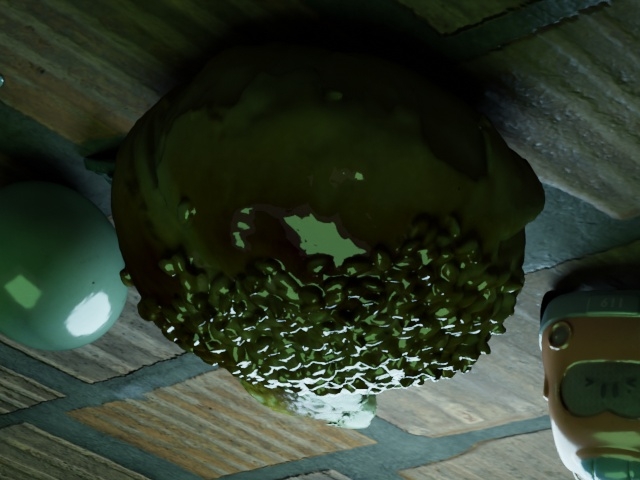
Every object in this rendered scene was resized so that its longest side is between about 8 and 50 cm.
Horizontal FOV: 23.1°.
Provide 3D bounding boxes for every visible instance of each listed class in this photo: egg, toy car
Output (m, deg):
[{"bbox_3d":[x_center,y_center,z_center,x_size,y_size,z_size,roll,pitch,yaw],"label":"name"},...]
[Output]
[{"bbox_3d":[-0.292,0.030,1.674,0.168,0.168,0.231,2,152,17],"label":"egg"},{"bbox_3d":[0.331,0.177,1.666,0.181,0.212,0.270,-1,150,23],"label":"toy car"}]

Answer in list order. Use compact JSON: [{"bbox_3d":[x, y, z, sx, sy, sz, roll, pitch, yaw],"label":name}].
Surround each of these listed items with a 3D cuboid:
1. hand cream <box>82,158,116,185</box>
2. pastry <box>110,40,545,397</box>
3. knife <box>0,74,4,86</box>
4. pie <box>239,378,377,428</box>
[{"bbox_3d":[-0.136,-0.019,1.649,0.248,0.052,0.075,30,146,-31],"label":"hand cream"},{"bbox_3d":[0.000,0.000,1.427,0.410,0.245,0.409,7,152,4],"label":"pastry"},{"bbox_3d":[-0.458,-0.137,1.574,0.331,0.044,0.080,-16,135,31],"label":"knife"},{"bbox_3d":[-0.040,0.125,1.853,0.257,0.105,0.274,24,151,7],"label":"pie"}]
